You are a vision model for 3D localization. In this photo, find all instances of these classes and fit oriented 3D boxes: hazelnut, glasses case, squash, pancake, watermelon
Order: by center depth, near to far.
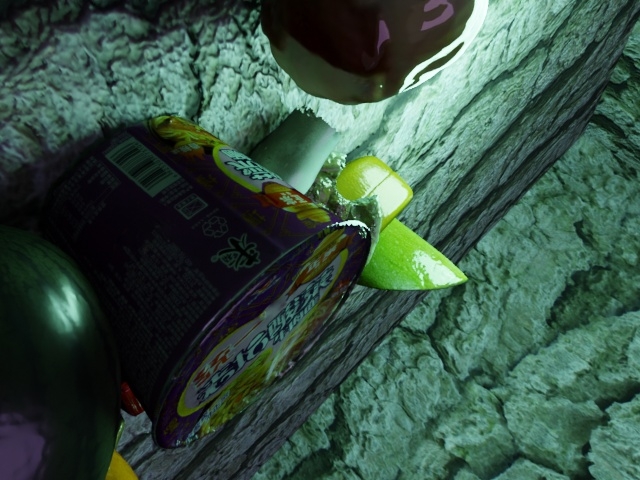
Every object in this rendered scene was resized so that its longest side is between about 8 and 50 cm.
[{"bbox_3d":[-0.320,0.135,0.622,0.278,0.278,0.360,-17,119,-55],"label":"watermelon"},{"bbox_3d":[0.064,-0.284,0.780,0.261,0.241,0.261,-19,171,-3],"label":"hazelnut"},{"bbox_3d":[-0.015,-0.018,1.116,0.253,0.037,0.254,-6,108,-20],"label":"pancake"},{"bbox_3d":[0.000,0.000,1.258,0.371,0.141,0.173,-47,176,-3],"label":"glasses case"},{"bbox_3d":[0.127,0.070,1.436,0.111,0.288,0.203,-18,142,-47],"label":"squash"}]

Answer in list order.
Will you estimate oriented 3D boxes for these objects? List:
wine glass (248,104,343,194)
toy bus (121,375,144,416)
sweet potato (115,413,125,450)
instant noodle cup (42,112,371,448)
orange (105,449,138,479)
[{"bbox_3d":[-0.068,-0.091,1.009,0.222,0.103,0.103,-50,160,3],"label":"wine glass"},{"bbox_3d":[-0.304,0.228,1.126,0.081,0.089,0.195,-38,159,-24],"label":"toy bus"},{"bbox_3d":[-0.458,0.410,1.083,0.369,0.158,0.158,-30,155,-25],"label":"sweet potato"},{"bbox_3d":[-0.146,0.032,0.822,0.340,0.266,0.340,-42,160,-20],"label":"instant noodle cup"},{"bbox_3d":[-0.395,0.425,0.844,0.423,0.326,0.424,-7,102,-37],"label":"orange"}]
